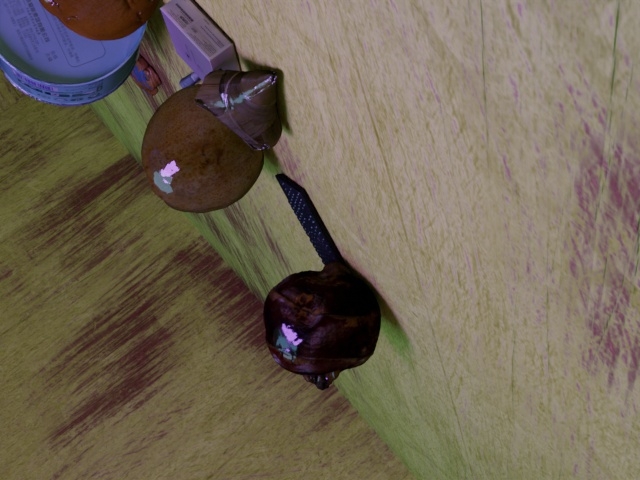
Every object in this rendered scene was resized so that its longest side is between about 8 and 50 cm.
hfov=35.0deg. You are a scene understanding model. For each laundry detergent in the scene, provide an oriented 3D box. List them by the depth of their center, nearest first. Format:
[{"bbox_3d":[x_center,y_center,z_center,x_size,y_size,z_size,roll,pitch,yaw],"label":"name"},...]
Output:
[{"bbox_3d":[-0.466,-0.398,1.853,0.287,0.287,0.305,54,169,-8],"label":"laundry detergent"}]

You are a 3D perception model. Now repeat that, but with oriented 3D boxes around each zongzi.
[{"bbox_3d":[-0.081,-0.199,1.532,0.176,0.078,0.160,0,154,43],"label":"zongzi"}]

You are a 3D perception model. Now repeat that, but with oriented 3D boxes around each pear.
[{"bbox_3d":[-0.219,-0.156,1.807,0.228,0.211,0.188,59,169,-27],"label":"pear"}]

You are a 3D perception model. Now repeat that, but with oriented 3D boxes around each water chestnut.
[{"bbox_3d":[-0.004,0.164,1.885,0.223,0.223,0.238,39,131,51],"label":"water chestnut"}]

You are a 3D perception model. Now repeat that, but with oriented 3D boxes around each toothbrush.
[{"bbox_3d":[-0.226,-0.301,1.850,0.025,0.030,0.342,55,169,-11],"label":"toothbrush"}]

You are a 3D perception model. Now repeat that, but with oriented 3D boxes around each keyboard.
[{"bbox_3d":[0.000,0.000,1.918,0.101,0.018,0.310,38,162,49],"label":"keyboard"}]

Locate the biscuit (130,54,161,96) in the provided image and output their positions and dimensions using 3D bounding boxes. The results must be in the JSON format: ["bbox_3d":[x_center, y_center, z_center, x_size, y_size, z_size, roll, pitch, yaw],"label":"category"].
[{"bbox_3d":[-0.445,-0.420,2.378,0.280,0.043,0.183,35,157,48],"label":"biscuit"}]

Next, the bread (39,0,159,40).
[{"bbox_3d":[-0.370,-0.442,1.578,0.270,0.195,0.142,55,176,-36],"label":"bread"}]

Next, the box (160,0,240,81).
[{"bbox_3d":[-0.186,-0.306,1.614,0.130,0.051,0.129,48,168,20],"label":"box"}]
